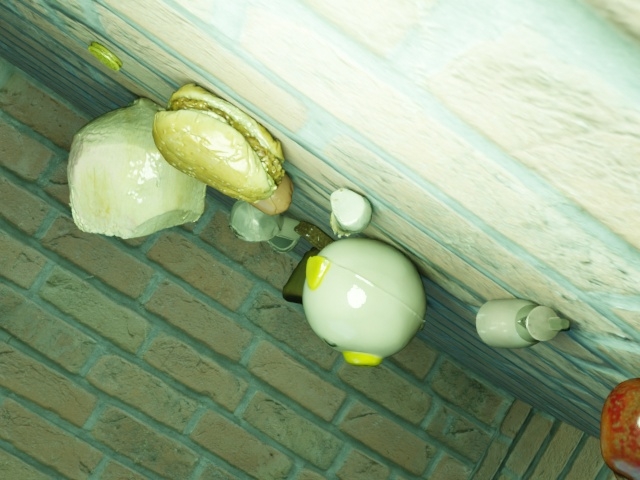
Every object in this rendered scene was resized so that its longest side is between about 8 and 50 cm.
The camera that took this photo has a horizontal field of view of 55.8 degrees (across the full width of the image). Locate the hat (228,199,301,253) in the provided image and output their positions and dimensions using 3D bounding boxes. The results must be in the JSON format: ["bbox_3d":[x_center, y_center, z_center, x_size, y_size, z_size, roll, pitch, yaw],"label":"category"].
[{"bbox_3d":[-0.182,-0.070,2.102,0.275,0.161,0.232,9,-155,-37],"label":"hat"}]

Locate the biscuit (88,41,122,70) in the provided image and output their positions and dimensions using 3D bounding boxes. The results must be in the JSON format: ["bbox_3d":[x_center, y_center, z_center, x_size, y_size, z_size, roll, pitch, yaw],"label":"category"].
[{"bbox_3d":[-0.509,-0.436,1.433,0.084,0.023,0.084,32,172,5],"label":"biscuit"}]

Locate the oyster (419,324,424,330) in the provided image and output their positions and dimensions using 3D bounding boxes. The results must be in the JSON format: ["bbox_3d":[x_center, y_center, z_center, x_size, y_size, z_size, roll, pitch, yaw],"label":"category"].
[{"bbox_3d":[0.301,0.208,2.113,0.166,0.094,0.294,34,157,24],"label":"oyster"}]

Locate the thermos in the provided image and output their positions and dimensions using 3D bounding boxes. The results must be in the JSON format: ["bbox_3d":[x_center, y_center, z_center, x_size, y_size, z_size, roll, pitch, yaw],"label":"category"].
[{"bbox_3d":[0.413,0.165,1.202,0.137,0.105,0.193,8,170,-9],"label":"thermos"}]

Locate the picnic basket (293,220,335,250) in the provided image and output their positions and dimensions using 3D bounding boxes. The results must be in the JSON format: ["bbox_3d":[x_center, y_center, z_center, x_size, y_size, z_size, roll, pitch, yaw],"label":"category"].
[{"bbox_3d":[0.000,0.000,2.101,0.193,0.055,0.110,36,174,-33],"label":"picnic basket"}]

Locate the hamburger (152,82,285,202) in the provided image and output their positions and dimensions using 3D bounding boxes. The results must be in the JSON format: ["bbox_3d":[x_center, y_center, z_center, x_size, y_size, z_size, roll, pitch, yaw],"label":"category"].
[{"bbox_3d":[-0.207,-0.184,1.243,0.283,0.144,0.259,24,163,-4],"label":"hamburger"}]

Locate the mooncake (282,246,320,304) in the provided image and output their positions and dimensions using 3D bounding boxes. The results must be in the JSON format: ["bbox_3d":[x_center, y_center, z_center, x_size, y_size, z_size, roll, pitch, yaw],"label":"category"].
[{"bbox_3d":[0.079,0.203,2.374,0.393,0.246,0.394,15,163,43],"label":"mooncake"}]

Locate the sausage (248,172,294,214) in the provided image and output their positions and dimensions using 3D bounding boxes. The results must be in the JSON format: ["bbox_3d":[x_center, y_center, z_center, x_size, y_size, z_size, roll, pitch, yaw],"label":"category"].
[{"bbox_3d":[-0.196,-0.174,1.440,0.304,0.121,0.121,35,173,-11],"label":"sausage"}]

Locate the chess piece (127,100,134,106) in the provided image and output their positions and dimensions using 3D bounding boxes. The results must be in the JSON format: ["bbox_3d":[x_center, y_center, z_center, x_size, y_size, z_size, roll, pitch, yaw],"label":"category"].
[{"bbox_3d":[-0.528,-0.341,1.915,0.139,0.139,0.271,29,161,34],"label":"chess piece"}]

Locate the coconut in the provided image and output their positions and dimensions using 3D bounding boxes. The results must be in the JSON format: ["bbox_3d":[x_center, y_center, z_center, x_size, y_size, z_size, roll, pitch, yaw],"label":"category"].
[{"bbox_3d":[-0.511,-0.215,1.715,0.405,0.404,0.404,33,174,4],"label":"coconut"}]

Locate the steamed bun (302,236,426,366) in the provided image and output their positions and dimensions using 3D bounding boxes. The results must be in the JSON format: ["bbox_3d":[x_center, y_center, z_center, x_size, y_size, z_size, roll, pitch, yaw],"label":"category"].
[{"bbox_3d":[0.111,0.149,1.557,0.334,0.334,0.374,31,169,13],"label":"steamed bun"}]

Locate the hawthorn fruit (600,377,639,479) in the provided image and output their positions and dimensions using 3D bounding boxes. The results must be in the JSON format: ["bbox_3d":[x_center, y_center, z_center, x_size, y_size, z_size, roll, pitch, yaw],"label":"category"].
[{"bbox_3d":[0.614,0.386,1.134,0.208,0.248,0.208,35,178,2],"label":"hawthorn fruit"}]

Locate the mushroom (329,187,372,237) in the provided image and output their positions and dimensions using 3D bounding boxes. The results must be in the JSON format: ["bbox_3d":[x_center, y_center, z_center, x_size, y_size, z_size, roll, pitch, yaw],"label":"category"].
[{"bbox_3d":[0.063,-0.052,1.297,0.092,0.081,0.223,14,174,4],"label":"mushroom"}]
